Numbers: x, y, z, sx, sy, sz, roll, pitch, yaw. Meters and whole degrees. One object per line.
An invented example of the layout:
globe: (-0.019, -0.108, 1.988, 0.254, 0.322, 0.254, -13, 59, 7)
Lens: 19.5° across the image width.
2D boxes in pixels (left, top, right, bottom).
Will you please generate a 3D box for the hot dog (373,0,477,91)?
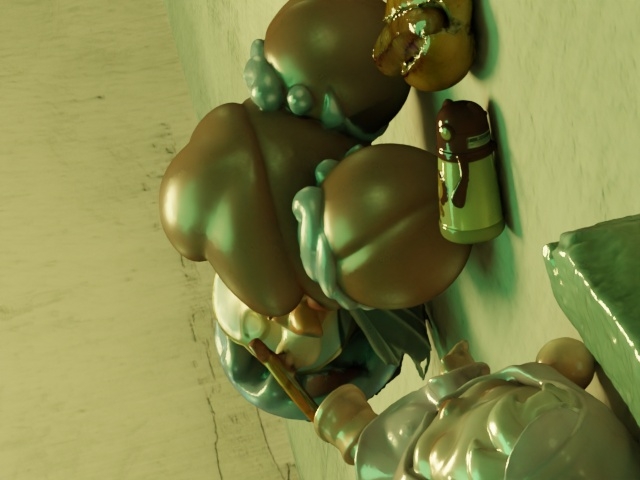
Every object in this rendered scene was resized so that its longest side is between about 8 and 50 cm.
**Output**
hot dog: (0.071, -0.148, 1.306, 0.140, 0.060, 0.090, -134, 35, -82)

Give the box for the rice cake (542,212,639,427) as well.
rice cake: (0.174, 0.054, 0.905, 0.206, 0.069, 0.063, -119, 19, -55)

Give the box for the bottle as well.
bottle: (0.101, -0.051, 1.308, 0.063, 0.047, 0.101, -139, 36, -61)

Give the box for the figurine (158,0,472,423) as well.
figurine: (-0.001, 0.001, 1.564, 0.388, 0.248, 0.277, 71, 179, -63)

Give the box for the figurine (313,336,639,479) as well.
figurine: (0.102, 0.147, 1.175, 0.133, 0.200, 0.276, 56, 159, -18)
